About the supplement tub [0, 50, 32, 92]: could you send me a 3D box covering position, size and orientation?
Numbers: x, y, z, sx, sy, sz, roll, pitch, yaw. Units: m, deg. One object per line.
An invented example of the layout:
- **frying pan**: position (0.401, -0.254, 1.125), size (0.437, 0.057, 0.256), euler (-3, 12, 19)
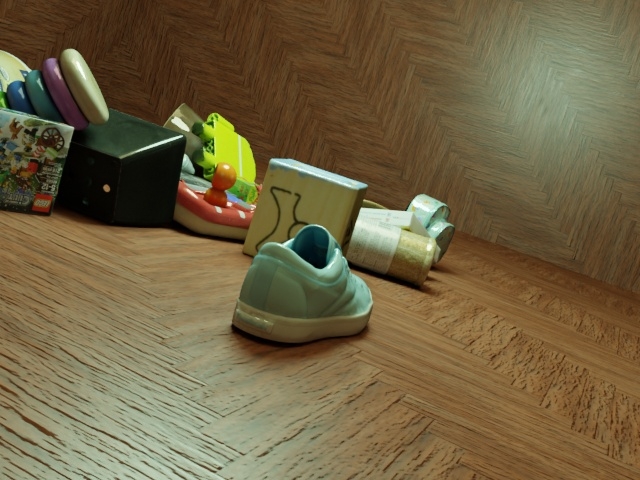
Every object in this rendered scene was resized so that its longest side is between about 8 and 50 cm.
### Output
- **supplement tub**: position (-0.736, -0.300, 1.597), size (0.228, 0.228, 0.316), euler (18, 9, 1)

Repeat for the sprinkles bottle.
- **sprinkles bottle**: position (0.082, -0.002, 1.731), size (0.356, 0.121, 0.121), euler (18, 8, 0)

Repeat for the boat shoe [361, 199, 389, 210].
- **boat shoe**: position (0.071, -0.073, 2.191), size (0.342, 0.123, 0.123), euler (11, 10, -3)

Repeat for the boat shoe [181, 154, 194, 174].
- **boat shoe**: position (-0.450, -0.203, 2.099), size (0.228, 0.079, 0.081), euler (6, -33, 31)

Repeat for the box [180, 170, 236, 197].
- **box**: position (-0.352, -0.135, 1.914), size (0.183, 0.056, 0.231), euler (12, 10, -43)

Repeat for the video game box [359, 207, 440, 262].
- **video game box**: position (0.177, -0.013, 1.865), size (0.187, 0.048, 0.205), euler (9, -22, 33)

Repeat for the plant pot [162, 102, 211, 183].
- **plant pot**: position (-0.367, -0.250, 2.229), size (0.230, 0.215, 0.215), euler (35, 7, -7)

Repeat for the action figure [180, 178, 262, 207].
- **action figure**: position (-0.213, -0.089, 1.772), size (0.281, 0.091, 0.139), euler (13, 19, -28)

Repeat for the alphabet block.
- **alphabet block**: position (-0.027, -0.047, 1.546), size (0.193, 0.197, 0.193), euler (20, 9, 9)

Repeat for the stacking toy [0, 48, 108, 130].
- **stacking toy**: position (-0.551, -0.211, 1.318), size (0.330, 0.141, 0.141), euler (-24, 15, -5)

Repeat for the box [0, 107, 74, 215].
- **box**: position (-0.526, -0.133, 1.197), size (0.044, 0.159, 0.233), euler (25, 11, 42)

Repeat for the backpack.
- **backpack**: position (0.289, -0.028, 2.096), size (0.144, 0.188, 0.166), euler (22, 9, 29)

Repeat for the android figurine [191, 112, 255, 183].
- **android figurine**: position (-0.266, -0.229, 2.115), size (0.056, 0.248, 0.273), euler (-13, -19, 24)

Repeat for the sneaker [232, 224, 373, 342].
- **sneaker**: position (0.006, 0.055, 1.118), size (0.135, 0.150, 0.366), euler (21, 9, 18)

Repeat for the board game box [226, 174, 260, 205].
- **board game box**: position (-0.215, -0.117, 1.958), size (0.043, 0.092, 0.181), euler (11, 11, -35)

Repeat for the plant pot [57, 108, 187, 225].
- **plant pot**: position (-0.387, -0.126, 1.423), size (0.188, 0.187, 0.167), euler (20, 22, 14)

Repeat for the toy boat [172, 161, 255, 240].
- **toy boat**: position (-0.222, -0.093, 1.586), size (0.231, 0.151, 0.151), euler (10, 11, -44)
